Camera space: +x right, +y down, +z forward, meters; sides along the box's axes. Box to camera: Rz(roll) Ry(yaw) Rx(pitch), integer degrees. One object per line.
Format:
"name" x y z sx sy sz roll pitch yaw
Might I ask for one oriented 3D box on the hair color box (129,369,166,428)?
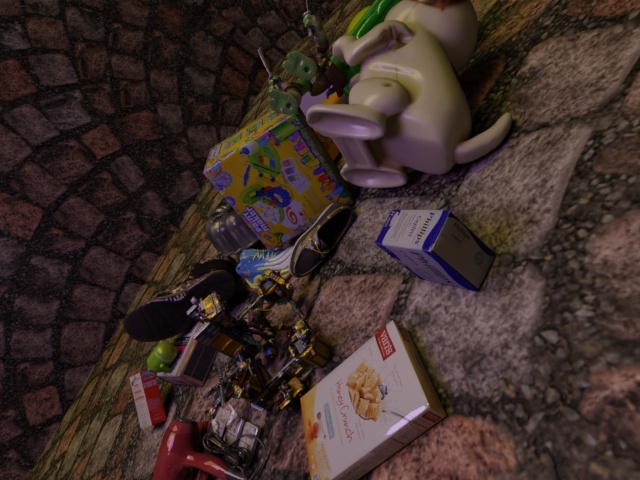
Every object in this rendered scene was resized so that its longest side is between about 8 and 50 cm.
"hair color box" -0.556 0.508 1.317 0.093 0.053 0.167 -31 74 40

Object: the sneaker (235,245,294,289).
"sneaker" -0.159 0.065 1.179 0.240 0.126 0.091 -35 33 35

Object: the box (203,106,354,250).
"box" -0.109 -0.177 1.114 0.279 0.290 0.177 -29 32 10

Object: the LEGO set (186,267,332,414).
"LEGO set" -0.150 0.184 0.874 0.255 0.192 0.331 -39 39 9

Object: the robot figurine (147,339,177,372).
"robot figurine" -0.482 0.354 1.245 0.115 0.067 0.101 -51 37 21

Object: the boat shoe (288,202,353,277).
"boat shoe" 0.000 0.000 1.039 0.227 0.081 0.069 -56 22 -7

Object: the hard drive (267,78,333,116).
"hard drive" -0.020 -0.493 1.491 0.319 0.210 0.040 -30 35 41

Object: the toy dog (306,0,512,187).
"toy dog" 0.200 -0.357 0.868 0.396 0.285 0.407 6 69 37

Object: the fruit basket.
"fruit basket" 0.193 -0.563 1.178 0.392 0.283 0.392 -49 5 6

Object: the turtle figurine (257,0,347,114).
"turtle figurine" -0.071 -0.424 0.968 0.198 0.274 0.266 -19 29 23

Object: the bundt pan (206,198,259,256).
"bundt pan" -0.283 -0.098 1.485 0.331 0.124 0.330 -28 30 18

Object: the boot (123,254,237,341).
"boot" -0.449 0.179 1.388 0.378 0.138 0.284 -30 14 2

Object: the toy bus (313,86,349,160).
"toy bus" 0.025 -0.354 1.348 0.332 0.130 0.108 -57 26 -3

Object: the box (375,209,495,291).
"box" 0.184 0.013 0.669 0.072 0.126 0.137 -60 26 -12

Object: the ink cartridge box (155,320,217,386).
"ink cartridge box" -0.421 0.360 1.320 0.235 0.088 0.193 -21 41 47

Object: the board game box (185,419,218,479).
"board game box" -0.304 0.564 0.923 0.145 0.027 0.281 -30 42 39

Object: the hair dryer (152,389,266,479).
"hair dryer" -0.263 0.459 0.861 0.293 0.080 0.223 -48 41 3

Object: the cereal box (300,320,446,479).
"cereal box" 0.069 0.265 0.658 0.240 0.047 0.173 -46 28 17

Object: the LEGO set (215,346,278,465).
"LEGO set" -0.162 0.366 0.952 0.183 0.060 0.244 -6 61 50
